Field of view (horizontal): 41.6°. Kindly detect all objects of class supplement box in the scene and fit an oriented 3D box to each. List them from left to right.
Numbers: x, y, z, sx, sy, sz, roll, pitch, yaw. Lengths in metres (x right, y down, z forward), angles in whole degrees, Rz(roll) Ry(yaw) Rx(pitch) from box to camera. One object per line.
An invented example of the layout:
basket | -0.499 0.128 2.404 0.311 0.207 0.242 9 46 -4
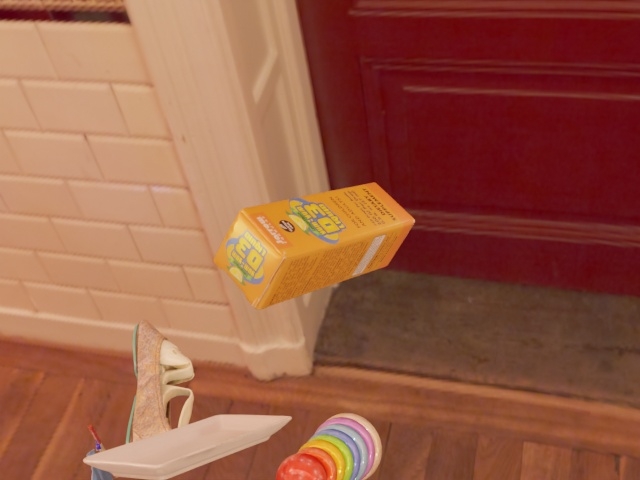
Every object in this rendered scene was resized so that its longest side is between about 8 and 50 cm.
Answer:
supplement box | 0.000 0.000 0.912 0.078 0.080 0.233 46 37 22

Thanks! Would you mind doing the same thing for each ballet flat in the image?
ballet flat | -0.277 0.262 1.496 0.106 0.108 0.316 -11 45 1

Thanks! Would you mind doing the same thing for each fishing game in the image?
fishing game | -0.358 0.443 1.414 0.041 0.189 0.264 -22 33 -8

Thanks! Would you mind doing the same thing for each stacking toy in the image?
stacking toy | 0.003 0.416 1.570 0.141 0.330 0.141 -1 88 21

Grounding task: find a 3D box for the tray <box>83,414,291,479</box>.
tray | -0.172 0.279 1.146 0.145 0.030 0.270 -6 -1 35
